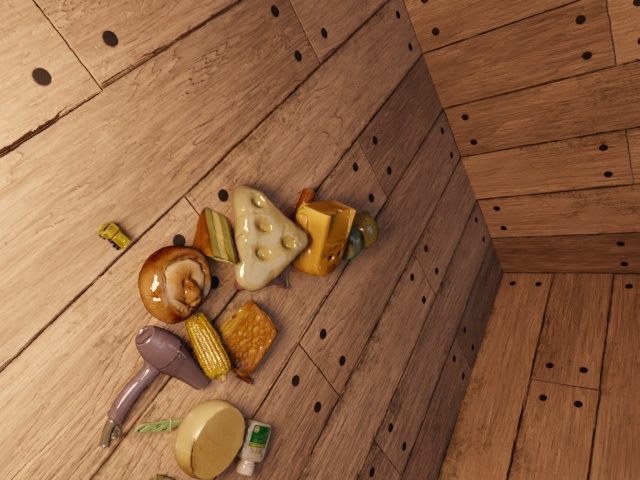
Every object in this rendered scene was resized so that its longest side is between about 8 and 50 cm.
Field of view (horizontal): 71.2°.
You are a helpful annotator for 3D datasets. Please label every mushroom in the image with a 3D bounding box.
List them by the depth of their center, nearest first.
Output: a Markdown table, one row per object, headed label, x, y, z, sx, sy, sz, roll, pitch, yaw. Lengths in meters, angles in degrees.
| label | x | y | z | sx | sy | sz | roll | pitch | yaw |
| --- | --- | --- | --- | --- | --- | --- | --- | --- | --- |
| mushroom | -0.453 | 0.134 | 1.396 | 0.253 | 0.154 | 0.252 | 15 | 72 | -56 |

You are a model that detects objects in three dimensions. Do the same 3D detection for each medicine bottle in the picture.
| label | x | y | z | sx | sy | sz | roll | pitch | yaw |
| --- | --- | --- | --- | --- | --- | --- | --- | --- | --- |
| medicine bottle | -0.255 | 0.764 | 1.655 | 0.119 | 0.069 | 0.183 | 37 | 62 | -44 |

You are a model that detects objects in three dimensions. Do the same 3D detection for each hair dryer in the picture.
| label | x | y | z | sx | sy | sz | roll | pitch | yaw |
| --- | --- | --- | --- | --- | --- | --- | --- | --- | --- |
| hair dryer | -0.527 | 0.464 | 1.359 | 0.361 | 0.121 | 0.301 | -52 | 134 | -26 |

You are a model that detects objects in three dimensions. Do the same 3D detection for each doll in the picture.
| label | x | y | z | sx | sy | sz | roll | pitch | yaw |
| --- | --- | --- | --- | --- | --- | --- | --- | --- | --- |
| doll | 0.169 | -0.026 | 2.119 | 0.261 | 0.162 | 0.176 | -31 | 109 | -43 |

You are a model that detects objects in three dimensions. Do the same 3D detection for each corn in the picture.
| label | x | y | z | sx | sy | sz | roll | pitch | yaw |
| --- | --- | --- | --- | --- | --- | --- | --- | --- | --- |
| corn | -0.370 | 0.347 | 1.473 | 0.097 | 0.097 | 0.261 | -15 | 73 | -48 |

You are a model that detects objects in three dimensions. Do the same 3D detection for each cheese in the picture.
| label | x | y | z | sx | sy | sz | roll | pitch | yaw |
| --- | --- | --- | --- | --- | --- | --- | --- | --- | --- |
| cheese | -0.245 | 0.002 | 1.639 | 0.351 | 0.130 | 0.328 | 44 | 62 | -19 |

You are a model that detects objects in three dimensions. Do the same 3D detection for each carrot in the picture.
| label | x | y | z | sx | sy | sz | roll | pitch | yaw |
| --- | --- | --- | --- | --- | --- | --- | --- | --- | --- |
| carrot | -0.087 | -0.125 | 1.913 | 0.061 | 0.061 | 0.209 | 43 | 61 | -39 |

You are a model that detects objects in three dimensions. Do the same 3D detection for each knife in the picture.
| label | x | y | z | sx | sy | sz | roll | pitch | yaw |
| --- | --- | --- | --- | --- | --- | --- | --- | --- | --- |
| knife | -0.470 | 0.588 | 1.426 | 0.293 | 0.020 | 0.043 | 25 | 94 | -56 |
| knife | -0.214 | 0.148 | 1.752 | 0.278 | 0.053 | 0.123 | -7 | 88 | -50 |

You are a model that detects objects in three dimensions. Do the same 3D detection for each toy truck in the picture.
| label | x | y | z | sx | sy | sz | roll | pitch | yaw |
| --- | --- | --- | --- | --- | --- | --- | --- | --- | --- |
| toy truck | -0.603 | -0.014 | 1.307 | 0.083 | 0.054 | 0.049 | 52 | 52 | -33 |

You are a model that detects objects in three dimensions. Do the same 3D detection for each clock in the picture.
| label | x | y | z | sx | sy | sz | roll | pitch | yaw |
| --- | --- | --- | --- | --- | --- | --- | --- | --- | --- |
| clock | 0.000 | 0.000 | 1.878 | 0.244 | 0.200 | 0.316 | -12 | 116 | -48 |

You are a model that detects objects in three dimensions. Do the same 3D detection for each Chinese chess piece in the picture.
| label | x | y | z | sx | sy | sz | roll | pitch | yaw |
| --- | --- | --- | --- | --- | --- | --- | --- | --- | --- |
| Chinese chess piece | -0.366 | 0.655 | 1.484 | 0.251 | 0.097 | 0.250 | -15 | 109 | -54 |

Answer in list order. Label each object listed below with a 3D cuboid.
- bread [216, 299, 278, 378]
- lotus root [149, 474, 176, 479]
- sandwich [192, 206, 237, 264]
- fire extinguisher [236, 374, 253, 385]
| label | x | y | z | sx | sy | sz | roll | pitch | yaw |
| --- | --- | --- | --- | --- | --- | --- | --- | --- | --- |
| bread | -0.279 | 0.355 | 1.633 | 0.235 | 0.099 | 0.210 | -52 | 123 | -30 |
| lotus root | -0.478 | 0.784 | 1.391 | 0.088 | 0.088 | 0.165 | -61 | 140 | -31 |
| sandwich | -0.346 | -0.017 | 1.537 | 0.117 | 0.144 | 0.187 | 27 | 68 | -48 |
| fire extinguisher | -0.280 | 0.521 | 1.673 | 0.083 | 0.022 | 0.028 | 44 | 20 | -39 |
